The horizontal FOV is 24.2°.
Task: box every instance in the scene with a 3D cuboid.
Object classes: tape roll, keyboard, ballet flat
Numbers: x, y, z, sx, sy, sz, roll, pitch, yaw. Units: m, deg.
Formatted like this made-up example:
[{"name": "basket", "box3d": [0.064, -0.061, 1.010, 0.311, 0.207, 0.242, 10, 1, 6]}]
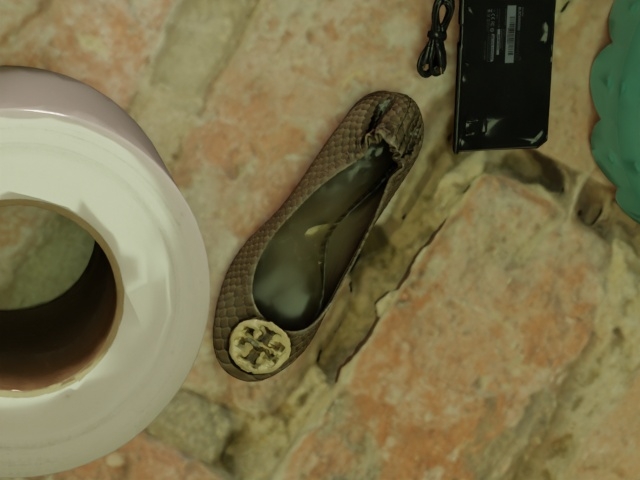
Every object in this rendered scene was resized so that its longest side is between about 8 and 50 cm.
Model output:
[{"name": "tape roll", "box3d": [-0.205, 0.015, 1.001, 0.246, 0.169, 0.246, -4, 107, -13]}, {"name": "keyboard", "box3d": [0.122, -0.154, 1.110, 0.108, 0.023, 0.180, -5, 106, -19]}, {"name": "ballet flat", "box3d": [0.000, 0.000, 1.105, 0.084, 0.058, 0.249, 32, 97, -19]}]

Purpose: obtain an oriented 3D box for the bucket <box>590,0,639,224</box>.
[{"name": "bucket", "box3d": [0.354, -0.100, 1.094, 0.281, 0.183, 0.281, -4, 107, -13]}]
